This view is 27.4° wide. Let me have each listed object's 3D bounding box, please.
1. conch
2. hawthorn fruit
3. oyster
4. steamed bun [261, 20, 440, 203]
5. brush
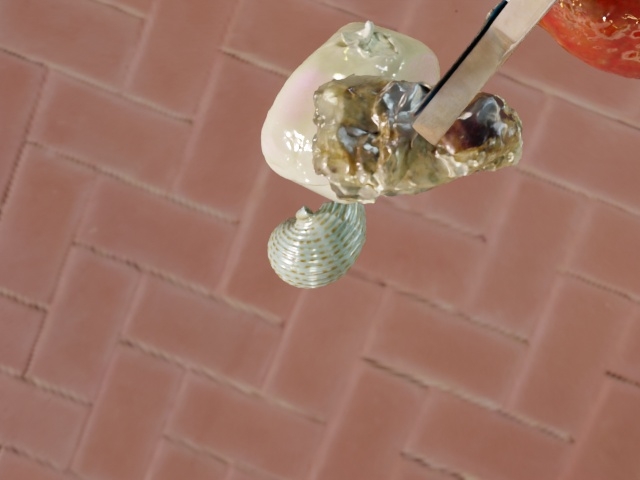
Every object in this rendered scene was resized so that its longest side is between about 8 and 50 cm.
[{"bbox_3d":[0.002,0.007,1.736,0.135,0.153,0.102,-20,85,-22],"label":"conch"},{"bbox_3d":[0.237,-0.210,0.974,0.189,0.189,0.251,-44,125,11],"label":"hawthorn fruit"},{"bbox_3d":[0.107,-0.118,1.378,0.233,0.107,0.161,5,71,-13],"label":"oyster"},{"bbox_3d":[0.038,-0.175,1.628,0.170,0.152,0.238,26,59,24],"label":"steamed bun"},{"bbox_3d":[0.086,-0.124,0.641,0.065,0.327,0.070,39,74,2],"label":"brush"}]
